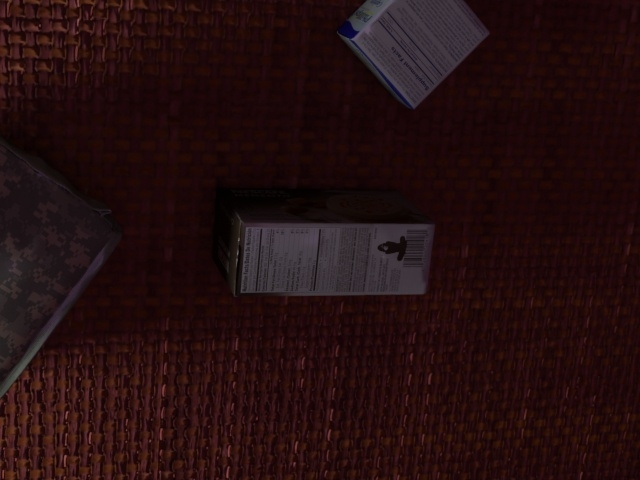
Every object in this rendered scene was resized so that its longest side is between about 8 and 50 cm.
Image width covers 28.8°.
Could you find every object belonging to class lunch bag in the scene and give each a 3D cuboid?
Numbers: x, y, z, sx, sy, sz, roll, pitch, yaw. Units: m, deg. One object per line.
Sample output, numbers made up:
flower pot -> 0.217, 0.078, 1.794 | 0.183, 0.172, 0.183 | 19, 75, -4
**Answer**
lunch bag -> -0.395, 0.017, 1.413 | 0.235, 0.169, 0.287 | 38, 98, -25

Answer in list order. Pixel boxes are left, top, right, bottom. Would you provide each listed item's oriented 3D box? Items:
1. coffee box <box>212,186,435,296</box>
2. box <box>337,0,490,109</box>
coffee box -> 0.000, 0.000, 1.549 | 0.246, 0.141, 0.098 | 0, 108, -17
box -> 0.113, -0.256, 1.533 | 0.137, 0.072, 0.126 | -45, 115, 0
